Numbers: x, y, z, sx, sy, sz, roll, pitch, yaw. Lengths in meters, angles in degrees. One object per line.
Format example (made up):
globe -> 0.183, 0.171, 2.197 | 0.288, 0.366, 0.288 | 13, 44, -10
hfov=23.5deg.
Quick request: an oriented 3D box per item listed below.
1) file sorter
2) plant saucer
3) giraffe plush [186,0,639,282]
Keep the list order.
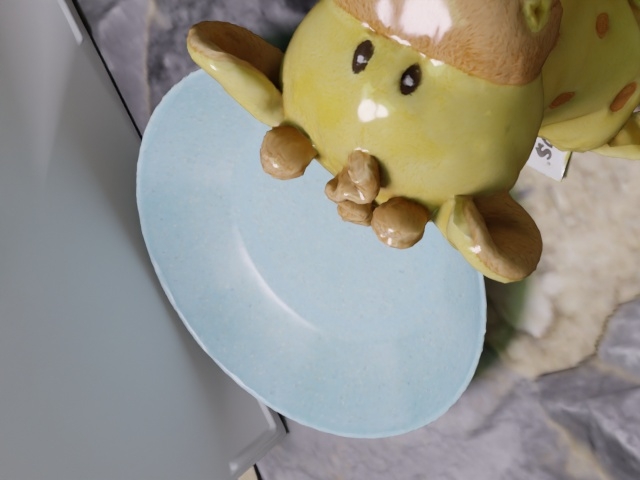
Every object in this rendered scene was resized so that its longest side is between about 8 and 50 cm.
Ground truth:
file sorter -> -0.188, 0.037, 0.783 | 0.173, 0.193, 0.278 | -14, 107, 45
plant saucer -> 0.000, 0.000, 0.717 | 0.195, 0.037, 0.195 | 20, 128, 28
giraffe plush -> 0.048, -0.080, 0.534 | 0.181, 0.170, 0.210 | 12, 123, 33
